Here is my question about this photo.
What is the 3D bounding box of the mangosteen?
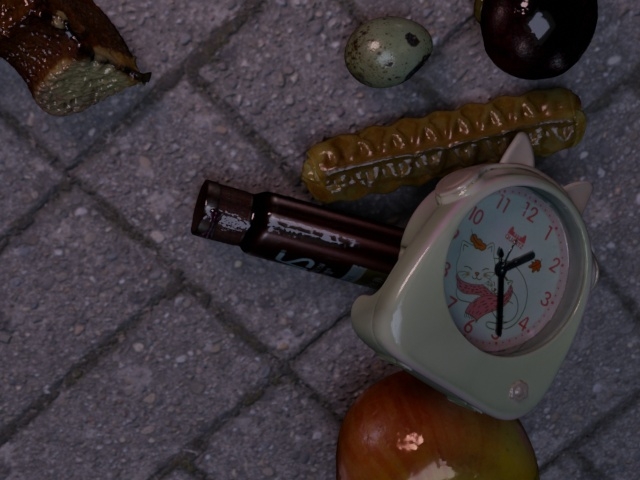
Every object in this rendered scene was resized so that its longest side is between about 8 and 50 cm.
[{"bbox_3d":[0.253,-0.269,1.669,0.152,0.152,0.153,-3,116,-6],"label":"mangosteen"}]

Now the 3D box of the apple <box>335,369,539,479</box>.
[{"bbox_3d":[0.154,0.304,1.867,0.285,0.233,0.286,-5,118,-9],"label":"apple"}]

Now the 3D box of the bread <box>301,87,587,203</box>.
[{"bbox_3d":[0.154,-0.119,1.751,0.367,0.077,0.084,-13,118,-1],"label":"bread"}]

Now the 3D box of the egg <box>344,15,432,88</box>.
[{"bbox_3d":[0.083,-0.228,1.685,0.110,0.085,0.085,-12,117,-15],"label":"egg"}]

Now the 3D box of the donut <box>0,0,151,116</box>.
[{"bbox_3d":[-0.310,-0.236,1.617,0.126,0.144,0.186,-34,146,15],"label":"donut"}]

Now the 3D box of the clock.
[{"bbox_3d":[0.211,0.037,1.711,0.265,0.108,0.324,34,81,-26],"label":"clock"}]

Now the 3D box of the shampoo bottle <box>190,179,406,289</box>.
[{"bbox_3d":[0.000,0.000,1.766,0.322,0.129,0.084,15,73,-15],"label":"shampoo bottle"}]
